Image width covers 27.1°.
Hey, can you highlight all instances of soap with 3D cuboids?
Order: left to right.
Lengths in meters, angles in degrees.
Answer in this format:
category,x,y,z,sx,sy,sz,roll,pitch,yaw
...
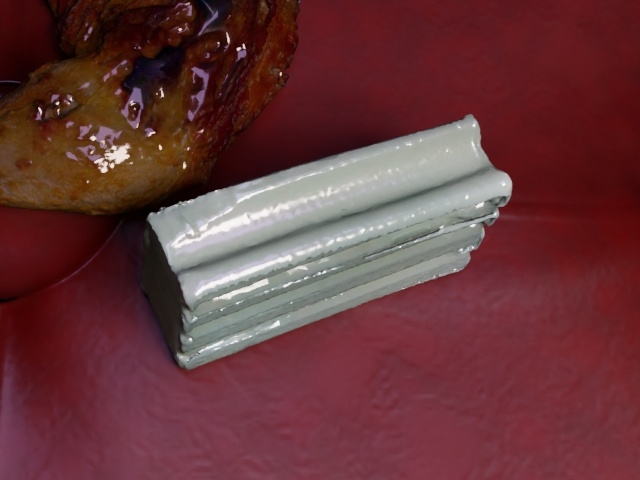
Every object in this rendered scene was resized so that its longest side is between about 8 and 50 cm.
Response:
category,x,y,z,sx,sy,sz,roll,pitch,yaw
soap,0.000,0.000,0.763,0.198,0.114,0.063,-18,68,-19

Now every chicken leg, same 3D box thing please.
category,x,y,z,sx,sy,sz,roll,pitch,yaw
chicken leg,-0.136,-0.100,0.813,0.177,0.083,0.322,30,61,14
